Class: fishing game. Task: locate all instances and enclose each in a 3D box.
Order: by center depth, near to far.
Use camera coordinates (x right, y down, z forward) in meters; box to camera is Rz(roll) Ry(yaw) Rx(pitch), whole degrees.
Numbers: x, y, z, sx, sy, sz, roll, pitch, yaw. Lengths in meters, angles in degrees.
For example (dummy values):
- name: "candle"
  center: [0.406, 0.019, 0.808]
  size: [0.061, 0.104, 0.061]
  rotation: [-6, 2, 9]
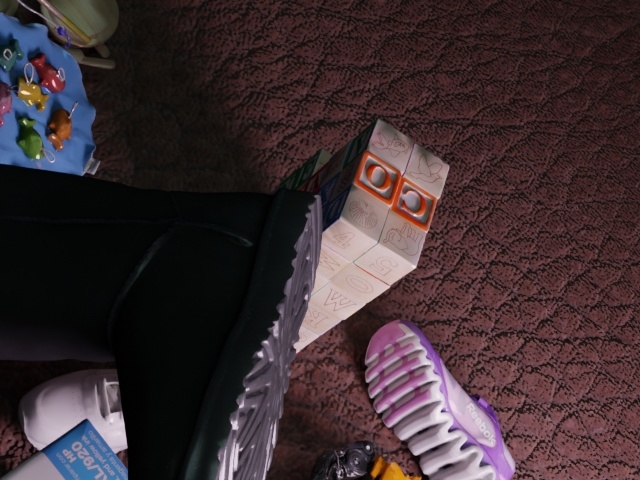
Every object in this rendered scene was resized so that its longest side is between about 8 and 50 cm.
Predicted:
- name: "fishing game"
  center: [-0.277, -0.136, 1.229]
  size: [0.189, 0.041, 0.264]
  rotation: [45, 40, -41]

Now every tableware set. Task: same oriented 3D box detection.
- name: "tableware set"
  center: [-0.314, -0.253, 1.344]
  size: [0.194, 0.039, 0.128]
  rotation: [8, 73, -24]

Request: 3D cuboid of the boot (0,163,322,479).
- name: "boot"
  center: [-0.249, 0.072, 0.982]
  size: [0.445, 0.146, 0.367]
  rotation: [8, 37, 7]

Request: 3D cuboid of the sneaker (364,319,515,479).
- name: "sneaker"
  center: [0.138, 0.190, 1.375]
  size: [0.105, 0.095, 0.236]
  rotation: [-27, 86, -47]

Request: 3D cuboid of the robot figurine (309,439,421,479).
- name: "robot figurine"
  center: [0.035, 0.329, 1.203]
  size: [0.211, 0.085, 0.291]
  rotation: [47, 38, -9]

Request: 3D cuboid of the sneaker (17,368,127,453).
- name: "sneaker"
  center: [-0.166, 0.151, 1.182]
  size: [0.235, 0.095, 0.090]
  rotation: [1, 66, -32]

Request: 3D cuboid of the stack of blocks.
- name: "stack of blocks"
  center: [0.000, 0.000, 1.242]
  size: [0.087, 0.297, 0.171]
  rotation: [32, 52, -15]

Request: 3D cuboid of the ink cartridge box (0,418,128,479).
- name: "ink cartridge box"
  center: [-0.252, 0.290, 0.993]
  size: [0.233, 0.171, 0.168]
  rotation: [-34, 86, -42]
